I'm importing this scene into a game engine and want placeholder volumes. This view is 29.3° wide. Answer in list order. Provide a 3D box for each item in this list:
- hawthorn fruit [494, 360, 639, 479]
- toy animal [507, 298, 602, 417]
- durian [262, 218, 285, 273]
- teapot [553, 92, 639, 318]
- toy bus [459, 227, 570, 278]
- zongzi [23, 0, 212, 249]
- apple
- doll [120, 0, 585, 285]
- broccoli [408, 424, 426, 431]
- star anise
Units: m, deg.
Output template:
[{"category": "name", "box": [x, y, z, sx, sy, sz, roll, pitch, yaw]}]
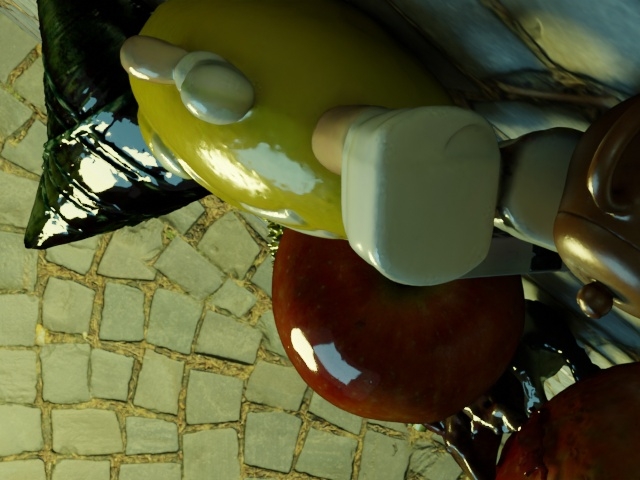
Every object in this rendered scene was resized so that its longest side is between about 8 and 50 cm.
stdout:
[{"category": "hawthorn fruit", "box": [0.292, 0.247, 0.993, 0.316, 0.316, 0.316, 38, 175, 4]}, {"category": "toy animal", "box": [0.235, 0.127, 1.316, 0.121, 0.094, 0.225, 56, -172, 18]}, {"category": "durian", "box": [0.012, -0.005, 1.452, 0.146, 0.159, 0.198, 66, -173, -58]}, {"category": "teapot", "box": [0.160, -0.009, 0.592, 0.116, 0.116, 0.173, 35, 173, 35]}, {"category": "toy bus", "box": [0.138, 0.007, 0.932, 0.130, 0.037, 0.052, -2, -169, -35]}, {"category": "zongzi", "box": [-0.241, -0.184, 1.426, 0.362, 0.319, 0.383, 50, 155, -14]}, {"category": "apple", "box": [0.062, 0.051, 1.050, 0.230, 0.230, 0.230, 38, 175, 4]}, {"category": "doll", "box": [0.033, -0.066, 0.805, 0.348, 0.161, 0.423, 23, -175, -6]}, {"category": "broccoli", "box": [0.177, 0.195, 1.815, 0.118, 0.204, 0.122, 40, -149, 28]}, {"category": "star anise", "box": [0.131, 0.120, 1.203, 0.102, 0.272, 0.272, -2, -178, -10]}]
